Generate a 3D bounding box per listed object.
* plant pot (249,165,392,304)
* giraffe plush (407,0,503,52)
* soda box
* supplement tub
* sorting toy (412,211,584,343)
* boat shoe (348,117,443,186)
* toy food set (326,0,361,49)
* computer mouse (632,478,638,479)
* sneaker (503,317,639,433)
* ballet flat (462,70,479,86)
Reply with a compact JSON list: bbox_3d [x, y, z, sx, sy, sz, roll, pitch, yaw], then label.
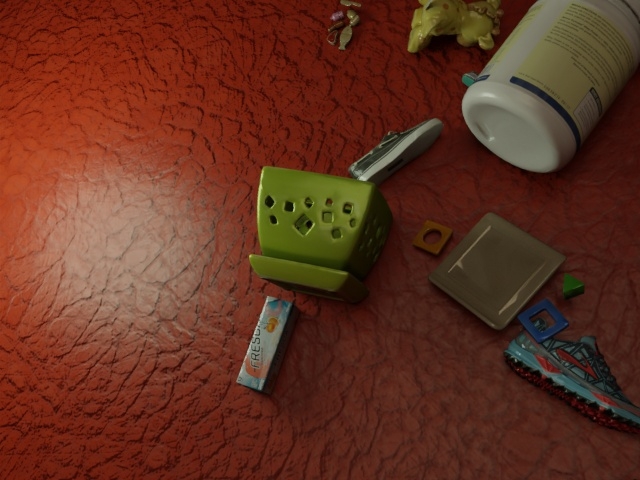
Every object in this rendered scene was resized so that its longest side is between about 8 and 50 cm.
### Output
[{"bbox_3d":[0.000,0.000,1.207,0.228,0.227,0.207,9,79,18],"label":"plant pot"},{"bbox_3d":[0.300,-0.484,1.349,0.170,0.210,0.182,12,104,-5],"label":"giraffe plush"},{"bbox_3d":[-0.102,0.208,1.235,0.058,0.063,0.183,13,73,19],"label":"soda box"},{"bbox_3d":[0.453,-0.320,1.194,0.235,0.235,0.325,35,82,24],"label":"supplement tub"},{"bbox_3d":[0.330,0.057,1.176,0.196,0.047,0.347,-43,52,-9],"label":"sorting toy"},{"bbox_3d":[0.157,-0.196,1.314,0.219,0.078,0.070,-36,66,1],"label":"boat shoe"},{"bbox_3d":[0.053,-0.518,1.502,0.077,0.019,0.122,22,84,22],"label":"toy food set"},{"bbox_3d":[0.537,0.394,1.008,0.242,0.041,0.071,-40,73,-10],"label":"computer mouse"},{"bbox_3d":[0.453,0.221,1.058,0.261,0.104,0.125,31,78,23],"label":"sneaker"},{"bbox_3d":[0.356,-0.328,1.334,0.041,0.041,0.114,-41,66,-3],"label":"ballet flat"}]
